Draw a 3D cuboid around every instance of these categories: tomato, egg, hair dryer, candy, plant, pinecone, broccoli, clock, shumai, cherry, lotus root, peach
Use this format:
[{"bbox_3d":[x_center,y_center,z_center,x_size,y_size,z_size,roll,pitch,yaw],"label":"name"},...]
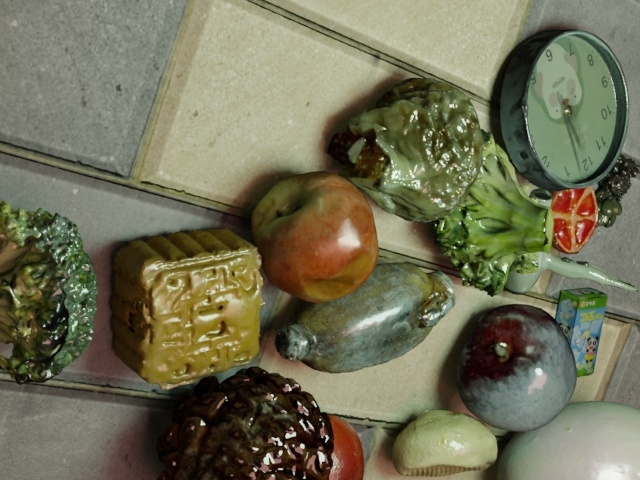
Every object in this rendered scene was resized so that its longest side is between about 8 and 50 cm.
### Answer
[{"bbox_3d":[0.015,0.429,1.758,0.228,0.112,0.199,0,112,-49],"label":"tomato"},{"bbox_3d":[0.548,0.514,2.044,0.340,0.354,0.354,8,101,-17],"label":"egg"},{"bbox_3d":[0.485,0.003,1.888,0.092,0.267,0.229,-64,147,-55],"label":"hair dryer"},{"bbox_3d":[0.503,-0.055,1.980,0.156,0.069,0.155,-7,103,-33],"label":"tomato"},{"bbox_3d":[0.568,0.205,2.116,0.097,0.062,0.194,-3,107,-32],"label":"candy"},{"bbox_3d":[0.622,-0.105,2.045,0.085,0.087,0.174,18,90,-7],"label":"plant"},{"bbox_3d":[-0.117,0.356,1.572,0.242,0.299,0.295,96,12,-49],"label":"pinecone"},{"bbox_3d":[-0.432,0.073,1.310,0.244,0.246,0.263,0,150,-2],"label":"broccoli"},{"bbox_3d":[0.339,-0.046,1.764,0.248,0.246,0.288,-55,137,-24],"label":"broccoli"},{"bbox_3d":[0.482,-0.253,1.865,0.319,0.066,0.318,-4,96,-36],"label":"clock"},{"bbox_3d":[0.140,-0.145,1.632,0.218,0.189,0.255,-10,106,-33],"label":"shumai"},{"bbox_3d":[0.395,0.258,1.914,0.296,0.218,0.254,40,58,-41],"label":"cherry"},{"bbox_3d":[0.070,0.141,1.702,0.350,0.175,0.174,-16,114,-25],"label":"lotus root"},{"bbox_3d":[0.000,0.000,1.583,0.214,0.214,0.235,-49,142,-11],"label":"peach"}]

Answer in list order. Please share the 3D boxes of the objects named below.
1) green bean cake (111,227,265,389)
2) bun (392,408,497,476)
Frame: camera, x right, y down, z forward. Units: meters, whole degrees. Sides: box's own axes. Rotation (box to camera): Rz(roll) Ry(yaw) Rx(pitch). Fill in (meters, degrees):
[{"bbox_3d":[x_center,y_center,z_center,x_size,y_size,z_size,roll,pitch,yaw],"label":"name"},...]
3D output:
[{"bbox_3d":[-0.204,0.104,1.514,0.230,0.131,0.223,-10,112,-31],"label":"green bean cake"},{"bbox_3d":[0.246,0.399,1.905,0.222,0.222,0.127,7,67,-36],"label":"bun"}]
